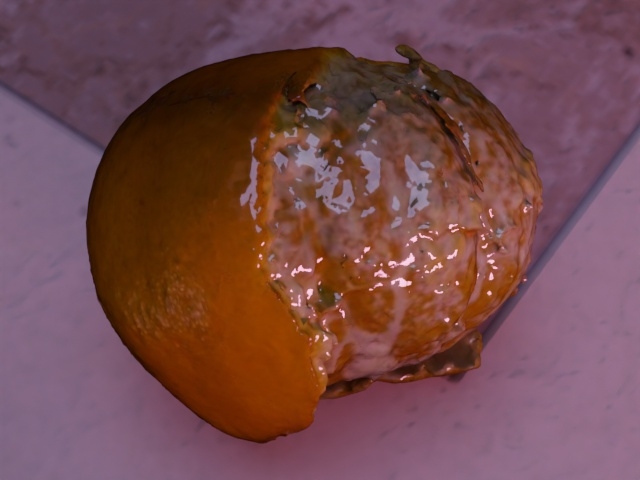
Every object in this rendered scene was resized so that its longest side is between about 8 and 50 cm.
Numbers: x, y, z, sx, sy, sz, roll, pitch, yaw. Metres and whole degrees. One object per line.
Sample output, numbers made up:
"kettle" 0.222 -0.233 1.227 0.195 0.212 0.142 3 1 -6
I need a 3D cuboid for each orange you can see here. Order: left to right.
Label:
"orange" 0.000 0.000 0.529 0.157 0.156 0.134 -6 102 0
